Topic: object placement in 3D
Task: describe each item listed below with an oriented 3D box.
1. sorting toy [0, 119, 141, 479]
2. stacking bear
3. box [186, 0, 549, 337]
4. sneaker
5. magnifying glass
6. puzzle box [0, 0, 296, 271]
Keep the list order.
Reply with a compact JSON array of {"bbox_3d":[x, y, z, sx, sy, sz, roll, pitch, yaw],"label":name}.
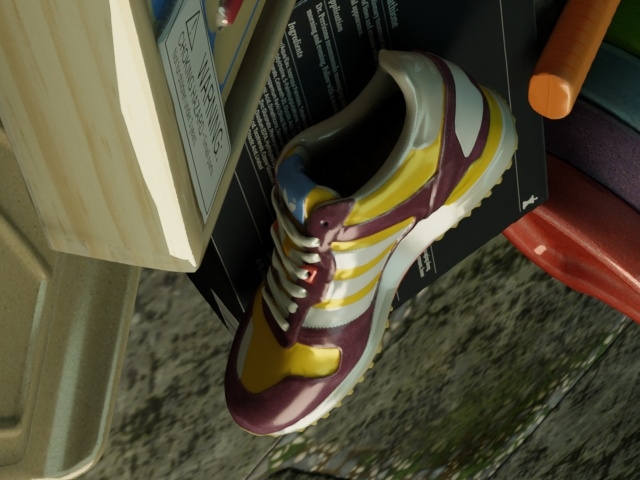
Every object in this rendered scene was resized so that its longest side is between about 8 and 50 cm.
[{"bbox_3d":[-0.127,-0.069,0.472,0.229,0.041,0.307,9,93,-58],"label":"sorting toy"},{"bbox_3d":[0.233,-0.103,0.899,0.289,0.175,0.164,-52,132,-3],"label":"stacking bear"},{"bbox_3d":[0.004,-0.067,0.714,0.184,0.103,0.261,-33,149,-10],"label":"box"},{"bbox_3d":[0.000,0.000,0.641,0.084,0.069,0.185,20,107,-47],"label":"sneaker"},{"bbox_3d":[0.151,-0.148,0.759,0.092,0.026,0.231,85,29,-49],"label":"magnifying glass"},{"bbox_3d":[-0.039,-0.216,0.369,0.409,0.052,0.272,84,19,-55],"label":"puzzle box"}]
